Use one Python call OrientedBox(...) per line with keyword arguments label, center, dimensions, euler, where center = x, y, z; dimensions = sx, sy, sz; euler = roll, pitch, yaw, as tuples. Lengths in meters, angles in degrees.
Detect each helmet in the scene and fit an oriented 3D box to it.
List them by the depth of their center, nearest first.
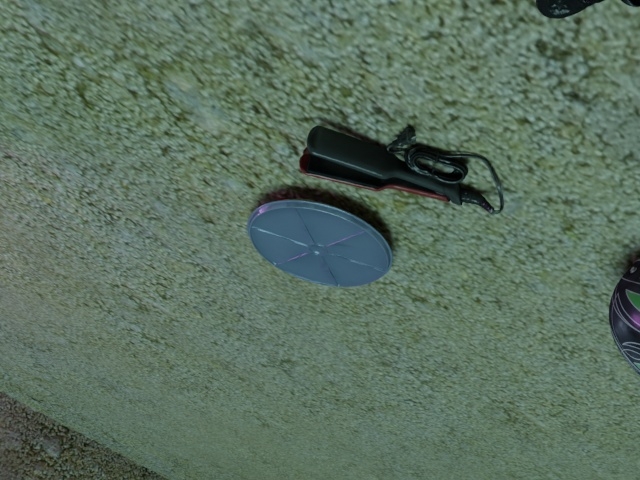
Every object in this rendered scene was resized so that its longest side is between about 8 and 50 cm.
OrientedBox(label="helmet", center=(0.408, 0.093, 0.812), dimensions=(0.161, 0.169, 0.169), euler=(-18, 136, 21))

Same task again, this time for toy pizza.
OrientedBox(label="toy pizza", center=(0.000, 0.000, 0.985), dimensions=(0.201, 0.032, 0.201), euler=(12, 149, 7))

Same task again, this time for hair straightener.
OrientedBox(label="hair straightener", center=(0.094, -0.078, 0.796), dimensions=(0.230, 0.047, 0.089), euler=(19, 150, -1))

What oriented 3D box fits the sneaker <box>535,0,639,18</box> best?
OrientedBox(label="sneaker", center=(0.209, -0.193, 0.511), dimensions=(0.051, 0.089, 0.170), euler=(28, 148, -16))
